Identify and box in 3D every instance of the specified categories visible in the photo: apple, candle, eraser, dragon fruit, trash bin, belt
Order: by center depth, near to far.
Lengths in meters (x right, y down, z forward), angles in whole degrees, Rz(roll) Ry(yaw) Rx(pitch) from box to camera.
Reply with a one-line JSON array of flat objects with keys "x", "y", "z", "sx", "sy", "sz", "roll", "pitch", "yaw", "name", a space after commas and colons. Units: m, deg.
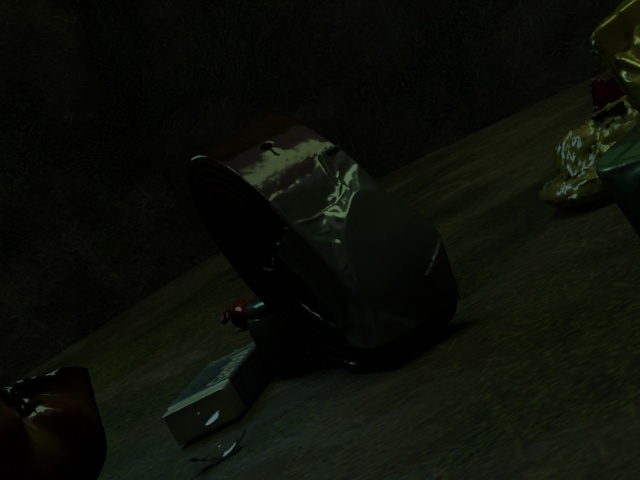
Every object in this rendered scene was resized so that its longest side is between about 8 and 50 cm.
[{"x": -0.410, "y": 0.235, "z": 1.486, "sx": 0.365, "sy": 0.295, "sz": 0.329, "roll": -22, "pitch": 34, "yaw": 30, "name": "apple"}, {"x": 0.000, "y": 0.000, "z": 1.564, "sx": 0.122, "sy": 0.338, "sz": 0.217, "roll": -33, "pitch": -33, "yaw": -24, "name": "belt"}, {"x": -0.120, "y": 0.183, "z": 1.729, "sx": 0.092, "sy": 0.046, "sz": 0.212, "roll": -27, "pitch": 6, "yaw": 15, "name": "eraser"}, {"x": 0.025, "y": 0.075, "z": 1.762, "sx": 0.236, "sy": 0.101, "sz": 0.177, "roll": -28, "pitch": 3, "yaw": -23, "name": "trash bin"}, {"x": 0.480, "y": -0.202, "z": 2.006, "sx": 0.192, "sy": 0.122, "sz": 0.092, "roll": -28, "pitch": -10, "yaw": 34, "name": "dragon fruit"}, {"x": -0.055, "y": 0.095, "z": 2.259, "sx": 0.329, "sy": 0.048, "sz": 0.051, "roll": -22, "pitch": 49, "yaw": 50, "name": "candle"}]

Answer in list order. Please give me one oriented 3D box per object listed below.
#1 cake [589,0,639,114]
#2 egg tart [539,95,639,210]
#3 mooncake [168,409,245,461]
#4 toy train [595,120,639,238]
[{"x": 0.417, "y": -0.191, "z": 1.448, "sx": 0.227, "sy": 0.222, "sz": 0.286, "roll": -41, "pitch": 2, "yaw": 10, "name": "cake"}, {"x": 0.402, "y": -0.138, "z": 1.812, "sx": 0.291, "sy": 0.107, "sz": 0.291, "roll": -29, "pitch": 5, "yaw": 3, "name": "egg tart"}, {"x": -0.216, "y": 0.244, "z": 1.590, "sx": 0.150, "sy": 0.057, "sz": 0.347, "roll": -45, "pitch": 15, "yaw": -26, "name": "mooncake"}, {"x": 0.365, "y": -0.065, "z": 1.203, "sx": 0.159, "sy": 0.129, "sz": 0.326, "roll": -37, "pitch": 10, "yaw": -27, "name": "toy train"}]
